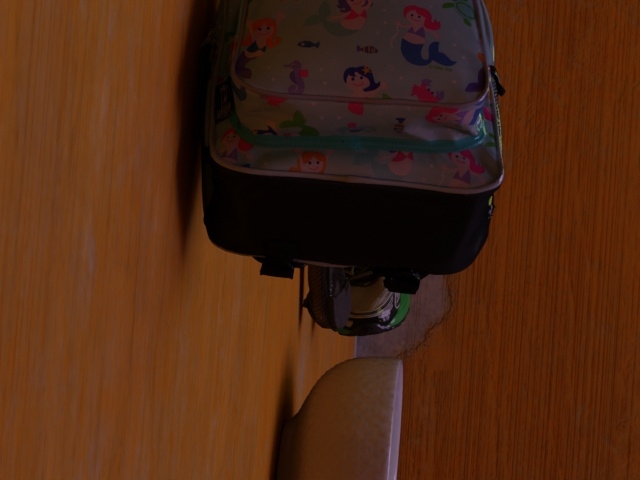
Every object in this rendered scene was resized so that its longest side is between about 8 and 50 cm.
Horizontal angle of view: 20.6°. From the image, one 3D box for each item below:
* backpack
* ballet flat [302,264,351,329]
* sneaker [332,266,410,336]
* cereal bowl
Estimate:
[{"bbox_3d":[0.023,-0.116,1.290,0.253,0.225,0.191,-87,-177,-46],"label":"backpack"},{"bbox_3d":[0.000,0.000,2.260,0.084,0.058,0.249,-43,135,-51],"label":"ballet flat"},{"bbox_3d":[0.054,-0.002,2.592,0.146,0.134,0.343,79,5,-48],"label":"sneaker"},{"bbox_3d":[0.020,0.307,2.161,0.339,0.141,0.339,3,90,-86],"label":"cereal bowl"}]
